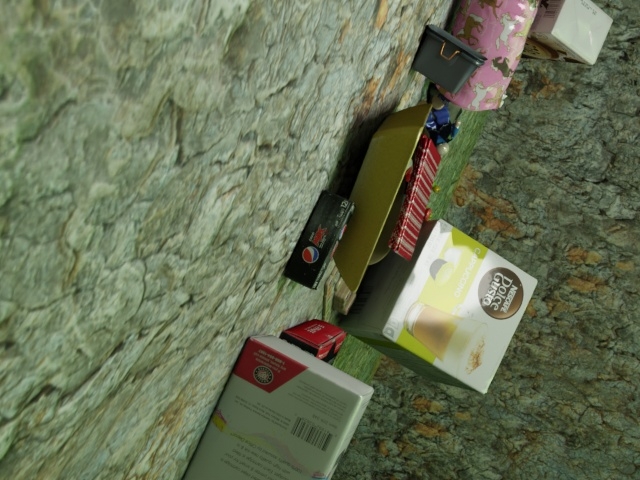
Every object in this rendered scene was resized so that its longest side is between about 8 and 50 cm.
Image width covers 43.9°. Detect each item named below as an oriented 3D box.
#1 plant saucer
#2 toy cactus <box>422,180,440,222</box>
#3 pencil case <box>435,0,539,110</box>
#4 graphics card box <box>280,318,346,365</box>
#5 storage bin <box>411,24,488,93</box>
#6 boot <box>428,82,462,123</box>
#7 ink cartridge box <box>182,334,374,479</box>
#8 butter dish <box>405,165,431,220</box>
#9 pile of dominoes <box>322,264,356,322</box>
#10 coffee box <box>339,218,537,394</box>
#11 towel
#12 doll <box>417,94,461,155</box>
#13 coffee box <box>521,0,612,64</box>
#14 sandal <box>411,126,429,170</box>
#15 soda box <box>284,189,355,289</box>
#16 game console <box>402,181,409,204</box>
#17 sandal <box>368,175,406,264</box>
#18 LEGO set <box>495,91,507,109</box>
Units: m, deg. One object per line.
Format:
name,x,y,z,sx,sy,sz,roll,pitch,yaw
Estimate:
plant saucer,0.111,-0.104,1.535,0.333,0.081,0.332,-55,167,-70
toy cactus,0.282,-0.143,2.275,0.219,0.112,0.180,88,10,-60
pencil case,0.370,-0.476,1.733,0.160,0.167,0.386,-107,-154,-49
graphics card box,-0.079,0.355,1.690,0.370,0.094,0.233,-67,167,7
storage bin,0.254,-0.361,1.603,0.091,0.135,0.098,-60,171,24
boot,0.288,-0.292,2.002,0.161,0.083,0.246,-57,165,2
ink cartridge box,-0.075,0.347,1.376,0.306,0.226,0.131,-65,167,4
butter dish,0.231,-0.088,2.058,0.160,0.118,0.160,-48,159,-55
pile of dominoes,0.068,0.092,1.915,0.196,0.040,0.251,-59,167,-26
coffee box,0.309,0.175,2.141,0.337,0.334,0.338,-61,-167,-12
towel,0.221,-0.095,1.840,0.199,0.031,0.274,25,81,-72
doll,0.277,-0.270,1.921,0.189,0.129,0.046,57,17,-55
coffee box,0.499,-0.508,1.858,0.168,0.297,0.118,21,93,-35
sandal,0.212,-0.230,1.858,0.090,0.060,0.219,-66,155,-21
soda box,0.000,0.000,1.393,0.169,0.060,0.053,-64,169,-2
game console,0.174,-0.070,1.945,0.085,0.124,0.144,-94,-163,-54
sandal,0.150,-0.054,1.856,0.079,0.088,0.240,15,93,-78
LEGO set,0.404,-0.423,2.170,0.107,0.132,0.287,-51,-165,15
